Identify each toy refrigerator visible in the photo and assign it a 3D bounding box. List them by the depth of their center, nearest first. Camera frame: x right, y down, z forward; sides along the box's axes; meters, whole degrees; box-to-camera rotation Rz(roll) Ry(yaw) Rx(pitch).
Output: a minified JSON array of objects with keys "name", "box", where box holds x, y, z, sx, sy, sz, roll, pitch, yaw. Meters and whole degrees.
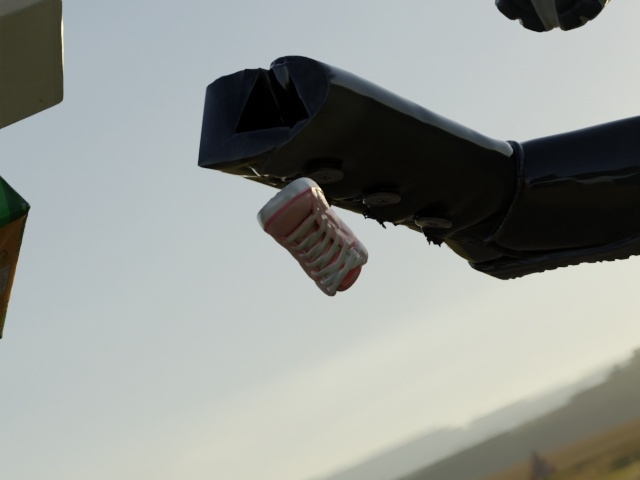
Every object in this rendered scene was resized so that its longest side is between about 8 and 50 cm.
[{"name":"toy refrigerator","box":[-0.312,-0.158,1.317,0.102,0.269,0.094,-31,-45,-44]}]

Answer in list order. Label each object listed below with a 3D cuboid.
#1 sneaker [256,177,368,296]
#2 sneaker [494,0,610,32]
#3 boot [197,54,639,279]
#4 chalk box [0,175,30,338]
[{"name":"sneaker","box":[0.000,0.000,1.361,0.051,0.070,0.134,-42,-16,1]},{"name":"sneaker","box":[0.108,-0.250,1.001,0.107,0.275,0.110,-1,26,23]},{"name":"boot","box":[0.147,-0.101,1.944,0.445,0.146,0.367,24,-36,-36]},{"name":"chalk box","box":[-0.390,-0.028,1.429,0.180,0.289,0.179,-35,-21,-37]}]
